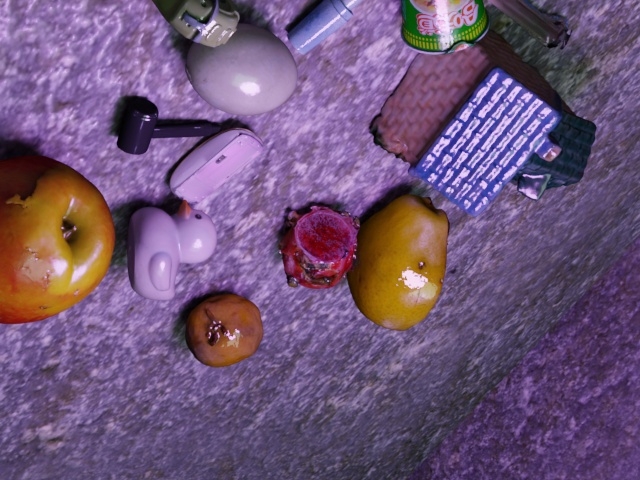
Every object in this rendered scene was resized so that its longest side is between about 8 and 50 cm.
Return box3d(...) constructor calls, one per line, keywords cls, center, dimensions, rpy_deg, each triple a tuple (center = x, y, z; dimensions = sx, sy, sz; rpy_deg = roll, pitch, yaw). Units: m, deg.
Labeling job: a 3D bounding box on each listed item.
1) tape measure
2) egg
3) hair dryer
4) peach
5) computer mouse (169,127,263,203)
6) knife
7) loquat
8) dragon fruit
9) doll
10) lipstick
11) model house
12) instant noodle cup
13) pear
box3d(cls="tape measure", center=(-0.234, -0.446, 1.647), dimensions=(0.106, 0.200, 0.175), rpy_deg=(-48, 149, 22))
box3d(cls="egg", center=(-0.159, -0.351, 1.810), dimensions=(0.253, 0.187, 0.187), rpy_deg=(2, 133, -34))
box3d(cls="hair dryer", center=(-0.318, -0.251, 1.925), dimensions=(0.248, 0.071, 0.114), rpy_deg=(-7, 139, -35))
box3d(cls="peach", center=(-0.615, 0.001, 1.805), dimensions=(0.370, 0.370, 0.370), rpy_deg=(-19, 143, -15))
box3d(cls="computer mouse", center=(-0.246, -0.180, 2.063), dimensions=(0.245, 0.056, 0.126), rpy_deg=(-37, 146, 17))
box3d(cls="knife", center=(0.504, -0.563, 2.160), dimensions=(0.365, 0.043, 0.089), rpy_deg=(17, 90, -43))
box3d(cls="loquat", center=(-0.270, 0.251, 2.455), dimensions=(0.238, 0.193, 0.238), rpy_deg=(-15, 164, -4))
box3d(cls="dragon fruit", center=(0.000, 0.000, 2.350), dimensions=(0.282, 0.211, 0.147), rpy_deg=(-46, 158, -26))
box3d(cls="doll", center=(-0.353, 0.021, 2.096), dimensions=(0.221, 0.221, 0.251), rpy_deg=(-2, 109, -34))
box3d(cls="lipstick", center=(0.050, -0.502, 1.864), dimensions=(0.274, 0.068, 0.061), rpy_deg=(-37, 145, 18))
box3d(cls="model house", center=(0.439, -0.250, 2.186), dimensions=(0.445, 0.400, 0.395), rpy_deg=(10, 125, -43))
box3d(cls="instant noodle cup", center=(0.256, -0.550, 1.875), dimensions=(0.207, 0.207, 0.233), rpy_deg=(-25, 137, -7))
box3d(cls="pear", center=(0.185, 0.057, 2.433), dimensions=(0.191, 0.340, 0.387), rpy_deg=(7, 110, -26))
